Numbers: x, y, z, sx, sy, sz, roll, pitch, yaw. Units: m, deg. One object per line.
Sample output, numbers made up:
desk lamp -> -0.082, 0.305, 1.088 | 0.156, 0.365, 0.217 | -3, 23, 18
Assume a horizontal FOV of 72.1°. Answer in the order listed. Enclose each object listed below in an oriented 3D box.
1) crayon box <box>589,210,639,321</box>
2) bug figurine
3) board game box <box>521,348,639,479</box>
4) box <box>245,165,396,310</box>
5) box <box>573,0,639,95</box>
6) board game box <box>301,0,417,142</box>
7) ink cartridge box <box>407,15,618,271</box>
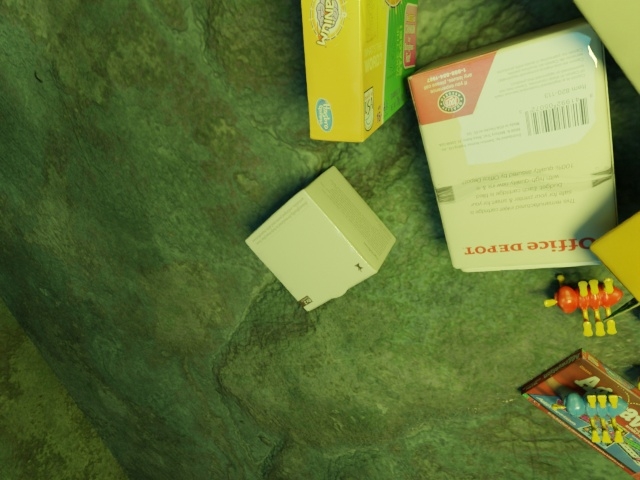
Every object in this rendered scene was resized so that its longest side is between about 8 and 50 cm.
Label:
crayon box -> 0.424, -0.050, 0.431 | 0.083, 0.203, 0.323 | 58, 152, 22
bug figurine -> 0.462, 0.170, 0.662 | 0.217, 0.072, 0.278 | -5, 106, 23
board game box -> 0.515, 0.314, 0.760 | 0.281, 0.027, 0.145 | 36, 128, 5
box -> 0.000, 0.000, 0.785 | 0.182, 0.119, 0.181 | 49, 128, -6
box -> 0.314, -0.220, 0.402 | 0.275, 0.113, 0.094 | 26, 149, -30
board game box -> 0.053, -0.300, 0.495 | 0.064, 0.242, 0.316 | 9, 123, 22
ink cartridge box -> 0.257, -0.112, 0.579 | 0.207, 0.117, 0.282 | -6, 115, 31
